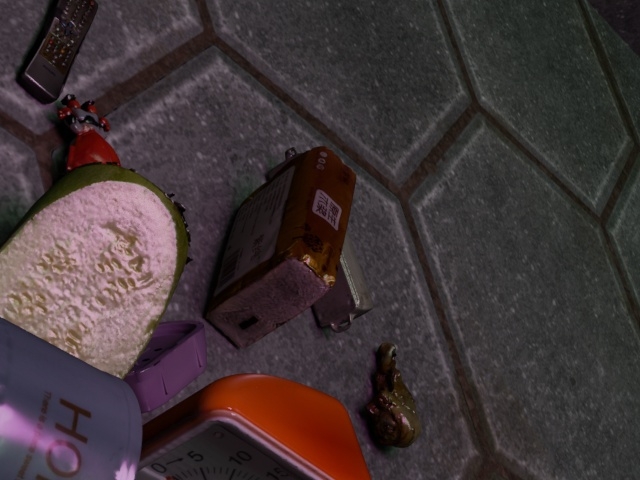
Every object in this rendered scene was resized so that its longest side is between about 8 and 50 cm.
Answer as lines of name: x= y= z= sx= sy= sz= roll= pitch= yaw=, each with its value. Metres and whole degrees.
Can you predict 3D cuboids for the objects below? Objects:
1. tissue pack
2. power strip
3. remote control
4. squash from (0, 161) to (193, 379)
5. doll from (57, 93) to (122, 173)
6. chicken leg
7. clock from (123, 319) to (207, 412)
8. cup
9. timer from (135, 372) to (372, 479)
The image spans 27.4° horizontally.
tissue pack: x=-0.049 y=0.003 z=1.684 sx=0.092 sy=0.183 sz=0.226 roll=42 pitch=37 yaw=-22
power strip: x=0.000 y=0.000 z=1.852 sx=0.052 sy=0.078 sz=0.272 roll=1 pitch=65 yaw=-56
remote control: x=-0.325 y=-0.250 z=1.636 sx=0.059 sy=0.028 sz=0.212 roll=40 pitch=37 yaw=-25
squash: x=-0.253 y=0.060 z=1.349 sx=0.189 sy=0.189 sz=0.260 roll=49 pitch=31 yaw=-19
doll: x=-0.270 y=-0.099 z=1.566 sx=0.109 sy=0.057 sz=0.169 roll=18 pitch=53 yaw=-51
chicken leg: x=0.098 y=0.211 z=1.841 sx=0.178 sy=0.070 sz=0.093 roll=-91 pitch=157 yaw=-48
clock: x=-0.199 y=0.139 z=1.460 sx=0.153 sy=0.110 sz=0.050 roll=-37 pitch=122 yaw=-58
cup: x=-0.370 y=0.185 z=1.082 sx=0.311 sy=0.331 sz=0.257 roll=36 pitch=6 yaw=-31
timer: x=-0.112 y=0.245 z=1.348 sx=0.250 sy=0.257 sz=0.161 roll=28 pitch=38 yaw=-44
